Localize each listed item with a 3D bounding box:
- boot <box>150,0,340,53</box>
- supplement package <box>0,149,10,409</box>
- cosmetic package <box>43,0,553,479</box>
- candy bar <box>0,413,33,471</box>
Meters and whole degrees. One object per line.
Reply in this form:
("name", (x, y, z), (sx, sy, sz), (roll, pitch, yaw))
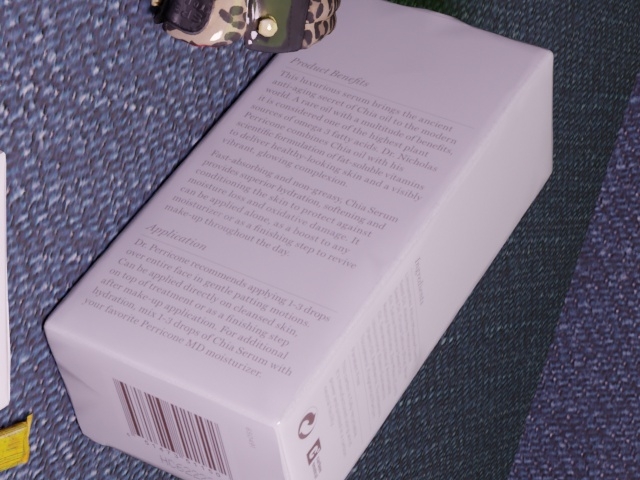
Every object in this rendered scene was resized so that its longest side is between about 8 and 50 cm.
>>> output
("boot", (-0.064, -0.280, 1.216), (0.377, 0.138, 0.284), (-28, 133, -62))
("supplement package", (-0.323, 0.052, 0.881), (0.293, 0.177, 0.175), (-35, 137, -49))
("cosmetic package", (0.000, 0.000, 1.429), (0.453, 0.230, 0.161), (-52, 150, -31))
("candy bar", (-0.266, 0.166, 1.262), (0.161, 0.018, 0.040), (-14, 117, -60))
